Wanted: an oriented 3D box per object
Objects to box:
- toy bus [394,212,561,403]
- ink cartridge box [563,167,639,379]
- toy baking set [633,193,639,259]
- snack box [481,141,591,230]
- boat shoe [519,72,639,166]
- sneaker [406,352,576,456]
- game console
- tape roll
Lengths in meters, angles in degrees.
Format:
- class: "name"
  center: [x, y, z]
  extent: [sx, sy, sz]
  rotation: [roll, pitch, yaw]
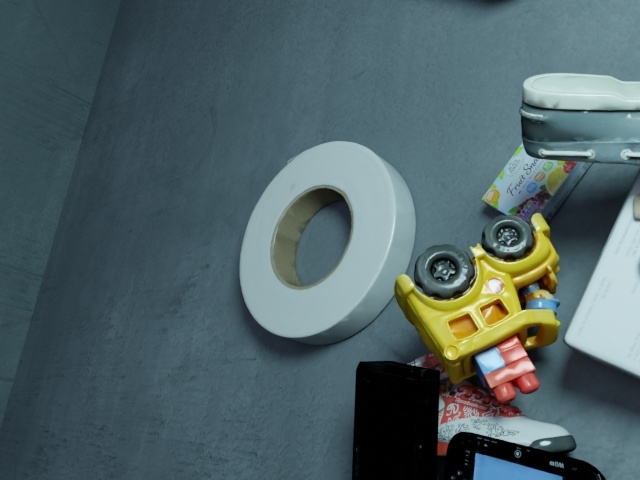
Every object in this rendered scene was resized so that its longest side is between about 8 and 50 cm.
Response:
- class: "toy bus"
  center: [0.237, 0.098, 0.784]
  extent: [0.220, 0.149, 0.211]
  rotation: [-26, 56, 0]
- class: "ink cartridge box"
  center: [0.512, 0.058, 0.644]
  extent: [0.385, 0.091, 0.308]
  rotation: [25, 88, 30]
- class: "toy baking set"
  center: [0.456, 0.021, 0.613]
  extent: [0.196, 0.030, 0.256]
  rotation: [-32, 63, 16]
- class: "snack box"
  center: [0.324, -0.092, 0.896]
  extent: [0.141, 0.037, 0.100]
  rotation: [-56, 43, 8]
- class: "boat shoe"
  center: [0.386, -0.118, 0.672]
  extent: [0.319, 0.099, 0.116]
  rotation: [14, 36, 23]
- class: "sneaker"
  center: [0.204, 0.223, 0.824]
  extent: [0.270, 0.090, 0.145]
  rotation: [-17, 62, 40]
- class: "game console"
  center: [0.171, 0.271, 0.734]
  extent: [0.361, 0.044, 0.213]
  rotation: [-3, 84, 50]
- class: "tape roll"
  center: [0.000, 0.000, 1.135]
  extent: [0.392, 0.072, 0.392]
  rotation: [-21, 58, 36]
